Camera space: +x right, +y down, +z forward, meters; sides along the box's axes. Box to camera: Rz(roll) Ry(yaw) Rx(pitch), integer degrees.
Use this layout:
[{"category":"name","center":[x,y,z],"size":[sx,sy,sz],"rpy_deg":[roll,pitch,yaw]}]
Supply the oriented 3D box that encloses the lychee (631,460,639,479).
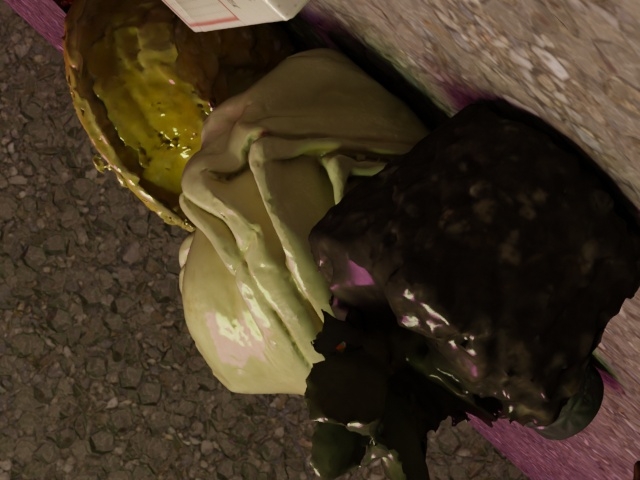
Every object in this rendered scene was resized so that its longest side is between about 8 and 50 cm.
[{"category":"lychee","center":[0.336,0.266,1.147],"size":[0.306,0.306,0.330],"rpy_deg":[41,-155,11]}]

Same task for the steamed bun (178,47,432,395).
[{"category":"steamed bun","center":[0.001,0.003,1.427],"size":[0.203,0.289,0.276],"rpy_deg":[30,158,52]}]

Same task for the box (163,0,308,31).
[{"category":"box","center":[-0.110,-0.269,1.238],"size":[0.210,0.095,0.330],"rpy_deg":[44,172,-15]}]

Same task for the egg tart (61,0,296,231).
[{"category":"egg tart","center":[-0.106,-0.152,1.541],"size":[0.120,0.315,0.315],"rpy_deg":[-26,120,38]}]

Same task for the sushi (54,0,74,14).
[{"category":"sushi","center":[-0.252,-0.309,1.711],"size":[0.225,0.126,0.136],"rpy_deg":[44,178,37]}]

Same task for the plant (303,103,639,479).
[{"category":"plant","center":[0.094,0.062,1.258],"size":[0.215,0.312,0.213],"rpy_deg":[43,178,-34]}]

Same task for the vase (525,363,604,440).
[{"category":"vase","center":[0.186,0.102,1.766],"size":[0.301,0.156,0.251],"rpy_deg":[39,-169,-29]}]
